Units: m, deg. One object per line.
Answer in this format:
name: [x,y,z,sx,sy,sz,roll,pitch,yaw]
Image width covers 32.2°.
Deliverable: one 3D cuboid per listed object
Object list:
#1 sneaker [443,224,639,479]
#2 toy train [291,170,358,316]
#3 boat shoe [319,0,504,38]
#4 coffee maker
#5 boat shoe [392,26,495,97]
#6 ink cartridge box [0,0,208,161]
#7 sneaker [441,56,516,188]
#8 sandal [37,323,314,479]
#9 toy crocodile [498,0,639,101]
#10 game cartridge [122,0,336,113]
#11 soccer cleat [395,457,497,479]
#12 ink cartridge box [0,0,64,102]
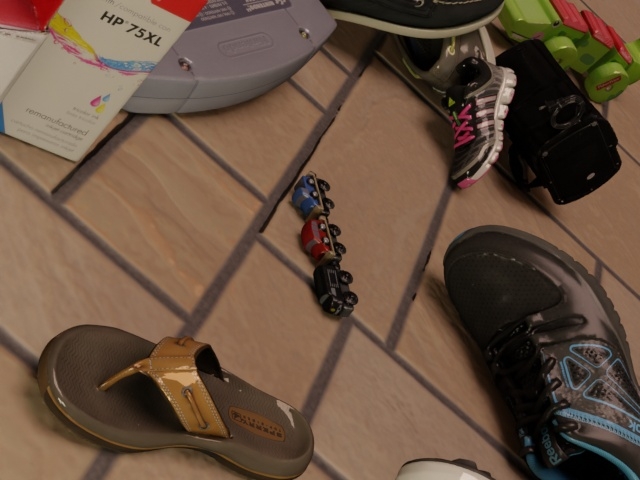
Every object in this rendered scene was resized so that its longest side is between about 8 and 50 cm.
sneaker: [0.221,0.131,1.006,0.341,0.125,0.139,52,38,12]
toy train: [0.000,0.000,0.984,0.036,0.027,0.158,11,47,-28]
boat shoe: [0.075,-0.312,1.228,0.340,0.113,0.127,4,54,-22]
coffee maker: [0.274,-0.162,1.342,0.120,0.171,0.178,-17,47,-11]
boat shoe: [0.127,-0.309,1.384,0.091,0.109,0.305,16,47,-45]
ink cartridge box: [-0.172,-0.174,0.779,0.134,0.231,0.078,22,40,-33]
sneaker: [0.168,-0.140,1.262,0.074,0.063,0.170,28,64,-21]
sandal: [-0.083,0.105,0.741,0.219,0.060,0.090,27,38,-29]
toy crocodile: [0.391,-0.305,1.686,0.340,0.105,0.115,16,44,-39]
game cartridge: [-0.118,-0.216,1.029,0.196,0.060,0.294,50,39,11]
soccer cleat: [0.168,0.283,0.821,0.318,0.108,0.116,37,56,-20]
ink cartridge box: [-0.287,-0.196,0.634,0.130,0.272,0.309,0,54,-49]
